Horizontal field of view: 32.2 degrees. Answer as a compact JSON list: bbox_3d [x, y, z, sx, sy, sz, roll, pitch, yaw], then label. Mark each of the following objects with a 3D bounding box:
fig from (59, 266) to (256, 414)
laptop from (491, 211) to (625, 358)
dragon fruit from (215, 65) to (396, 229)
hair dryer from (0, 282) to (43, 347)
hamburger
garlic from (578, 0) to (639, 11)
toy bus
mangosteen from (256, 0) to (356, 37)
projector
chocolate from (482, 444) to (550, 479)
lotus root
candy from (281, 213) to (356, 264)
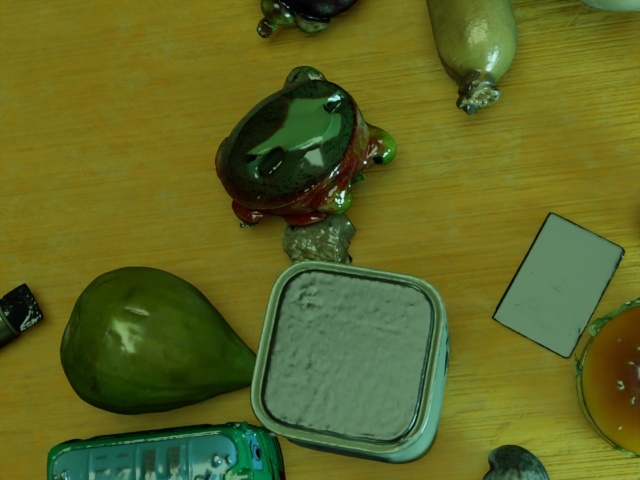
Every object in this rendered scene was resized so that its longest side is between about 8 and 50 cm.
[{"bbox_3d":[-0.241,0.147,1.710,0.314,0.233,0.233,-9,73,-22],"label":"fig"},{"bbox_3d":[0.368,0.068,1.713,0.135,0.016,0.197,29,84,13],"label":"laptop"},{"bbox_3d":[-0.033,-0.143,1.743,0.295,0.130,0.268,-15,48,12],"label":"dragon fruit"},{"bbox_3d":[-0.589,0.081,1.834,0.195,0.078,0.248,-33,68,-2],"label":"hair dryer"},{"bbox_3d":[0.481,0.195,1.583,0.246,0.170,0.246,-2,79,8],"label":"hamburger"},{"bbox_3d":[0.407,-0.475,1.718,0.286,0.249,0.313,19,53,-25],"label":"garlic"},{"bbox_3d":[-0.233,0.366,1.639,0.343,0.199,0.184,-8,74,5],"label":"toy bus"},{"bbox_3d":[-0.028,-0.431,1.823,0.194,0.194,0.231,38,114,15],"label":"mangosteen"},{"bbox_3d":[0.053,0.184,1.612,0.248,0.249,0.249,9,77,11],"label":"projector"},{"bbox_3d":[0.273,0.419,1.593,0.110,0.110,0.248,7,81,10],"label":"chocolate"},{"bbox_3d":[0.242,-0.352,1.766,0.130,0.146,0.303,-14,68,12],"label":"lotus root"},{"bbox_3d":[0.000,0.000,1.757,0.110,0.085,0.095,2,68,21],"label":"candy"}]
